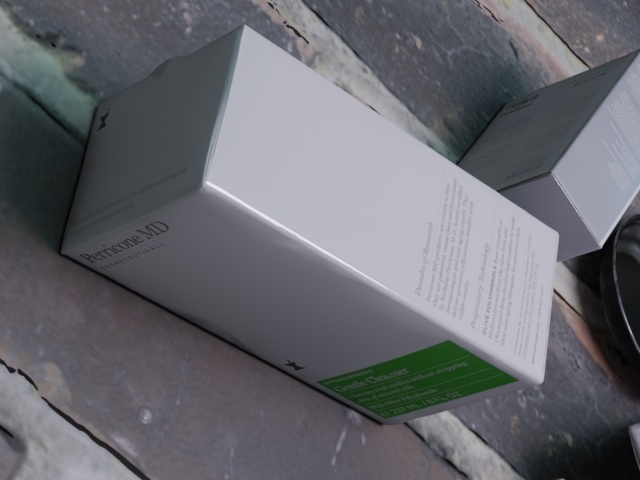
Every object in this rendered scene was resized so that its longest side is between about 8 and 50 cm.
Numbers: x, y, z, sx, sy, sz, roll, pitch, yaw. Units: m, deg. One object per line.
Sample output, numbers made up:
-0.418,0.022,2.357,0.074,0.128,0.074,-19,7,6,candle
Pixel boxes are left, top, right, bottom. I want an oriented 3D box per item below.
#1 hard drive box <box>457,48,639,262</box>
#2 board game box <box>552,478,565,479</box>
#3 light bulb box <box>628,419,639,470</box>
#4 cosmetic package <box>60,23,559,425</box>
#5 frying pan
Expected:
0.220,-0.068,1.647,0.089,0.181,0.232,55,46,-14,hard drive box
0.090,0.351,1.323,0.141,0.232,0.291,51,47,-18,board game box
0.517,0.226,1.608,0.358,0.361,0.225,7,68,-70,light bulb box
0.000,0.000,1.401,0.365,0.197,0.155,29,57,-31,cosmetic package
0.383,0.056,1.846,0.326,0.053,0.197,-22,90,-56,frying pan
